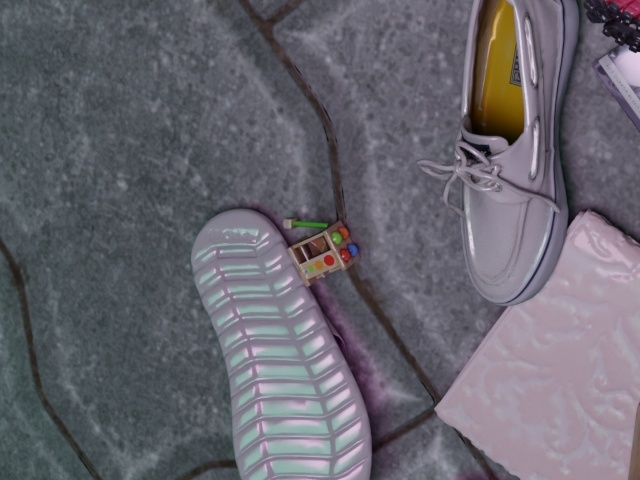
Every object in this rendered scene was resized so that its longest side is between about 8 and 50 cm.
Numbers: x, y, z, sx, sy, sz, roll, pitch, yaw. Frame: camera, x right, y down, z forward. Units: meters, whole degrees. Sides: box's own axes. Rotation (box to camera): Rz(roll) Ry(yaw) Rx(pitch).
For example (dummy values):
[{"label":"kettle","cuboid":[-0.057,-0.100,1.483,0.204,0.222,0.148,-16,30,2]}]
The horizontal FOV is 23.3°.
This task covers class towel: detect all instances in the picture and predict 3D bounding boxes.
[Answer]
[{"label":"towel","cuboid":[0.341,0.178,1.756,0.332,0.053,0.317,38,117,8]}]

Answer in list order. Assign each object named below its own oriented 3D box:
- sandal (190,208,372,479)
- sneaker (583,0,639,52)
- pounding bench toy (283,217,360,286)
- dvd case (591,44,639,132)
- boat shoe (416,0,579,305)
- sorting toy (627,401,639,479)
[{"label":"sandal","cuboid":[-0.035,0.160,1.889,0.169,0.102,0.416,-15,87,11]},{"label":"sneaker","cuboid":[0.418,-0.206,1.557,0.299,0.121,0.112,33,84,2]},{"label":"pounding bench toy","cuboid":[0.000,0.000,1.844,0.065,0.052,0.083,-26,95,27]},{"label":"dvd case","cuboid":[0.421,-0.181,1.633,0.221,0.018,0.164,-35,91,27]},{"label":"boat shoe","cuboid":[0.185,-0.099,1.658,0.136,0.156,0.367,20,111,38]},{"label":"sorting toy","cuboid":[0.401,0.265,1.702,0.132,0.046,0.275,10,110,21]}]
